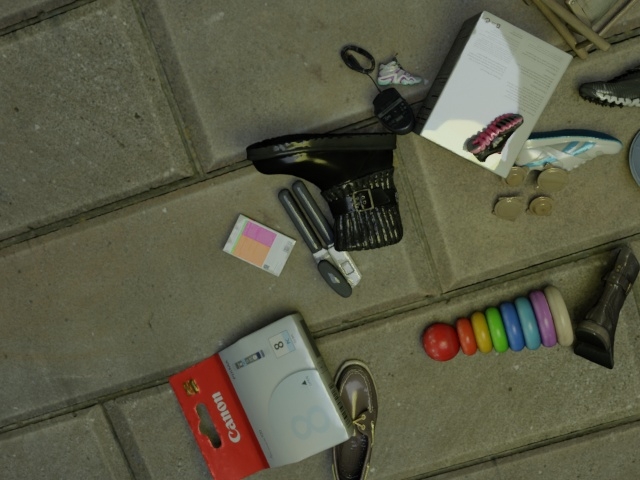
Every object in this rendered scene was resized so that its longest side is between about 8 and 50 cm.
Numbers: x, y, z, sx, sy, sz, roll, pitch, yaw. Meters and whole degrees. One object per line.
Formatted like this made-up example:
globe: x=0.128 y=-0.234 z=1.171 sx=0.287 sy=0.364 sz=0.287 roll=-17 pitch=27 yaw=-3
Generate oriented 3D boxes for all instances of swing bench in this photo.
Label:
swing bench: x=0.554 y=-0.550 z=1.307 sx=0.254 sy=0.165 sz=0.253 roll=44 pitch=101 yaw=-2

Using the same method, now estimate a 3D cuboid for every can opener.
can opener: x=0.000 y=0.000 z=1.480 sx=0.076 sy=0.095 sz=0.283 roll=-30 pitch=100 yaw=7

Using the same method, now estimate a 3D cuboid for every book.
book: x=-0.141 y=0.010 z=1.521 sx=0.144 sy=0.035 sz=0.096 roll=26 pitch=99 yaw=-4

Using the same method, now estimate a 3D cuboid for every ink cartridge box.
ink cartridge box: x=-0.155 y=0.387 z=1.532 sx=0.385 sy=0.091 sz=0.308 roll=-27 pitch=84 yaw=10

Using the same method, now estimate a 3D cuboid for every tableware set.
tableware set: x=0.465 y=-0.106 z=1.446 sx=0.141 sy=0.020 sz=0.169 roll=5 pitch=133 yaw=3

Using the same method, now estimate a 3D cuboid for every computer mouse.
computer mouse: x=0.124 y=-0.325 z=1.408 sx=0.071 sy=0.041 sz=0.242 roll=-35 pitch=78 yaw=10

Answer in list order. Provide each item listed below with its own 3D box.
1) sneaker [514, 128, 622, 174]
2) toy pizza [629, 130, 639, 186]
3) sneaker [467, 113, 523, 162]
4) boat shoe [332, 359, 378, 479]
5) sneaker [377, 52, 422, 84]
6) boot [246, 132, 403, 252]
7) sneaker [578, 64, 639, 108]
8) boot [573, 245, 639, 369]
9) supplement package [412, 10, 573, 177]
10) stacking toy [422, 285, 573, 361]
sneaker: x=0.540 y=-0.191 z=1.430 sx=0.228 sy=0.087 sz=0.092 roll=-2 pitch=110 yaw=10
toy pizza: x=0.778 y=-0.173 z=1.426 sx=0.201 sy=0.032 sz=0.201 roll=-1 pitch=79 yaw=6
sneaker: x=0.342 y=-0.195 z=1.253 sx=0.119 sy=0.047 sz=0.057 roll=-36 pitch=122 yaw=10
boat shoe: x=0.080 y=0.455 z=1.579 sx=0.116 sy=0.097 sz=0.324 roll=4 pitch=103 yaw=2
sneaker: x=0.173 y=-0.374 z=1.418 sx=0.098 sy=0.038 sz=0.069 roll=0 pitch=103 yaw=2
boot: x=0.017 y=-0.099 z=1.414 sx=0.347 sy=0.131 sz=0.260 roll=-4 pitch=103 yaw=-11
sneaker: x=0.670 y=-0.335 z=1.394 sx=0.234 sy=0.078 sz=0.106 roll=6 pitch=100 yaw=-3
boot: x=0.664 y=0.156 z=1.478 sx=0.091 sy=0.263 sz=0.229 roll=23 pitch=72 yaw=31
supplement package: x=0.339 y=-0.299 z=1.348 sx=0.199 sy=0.198 sz=0.263 roll=26 pitch=102 yaw=-5
stacking toy: x=0.400 y=0.208 z=1.509 sx=0.330 sy=0.141 sz=0.141 roll=-15 pitch=102 yaw=13
